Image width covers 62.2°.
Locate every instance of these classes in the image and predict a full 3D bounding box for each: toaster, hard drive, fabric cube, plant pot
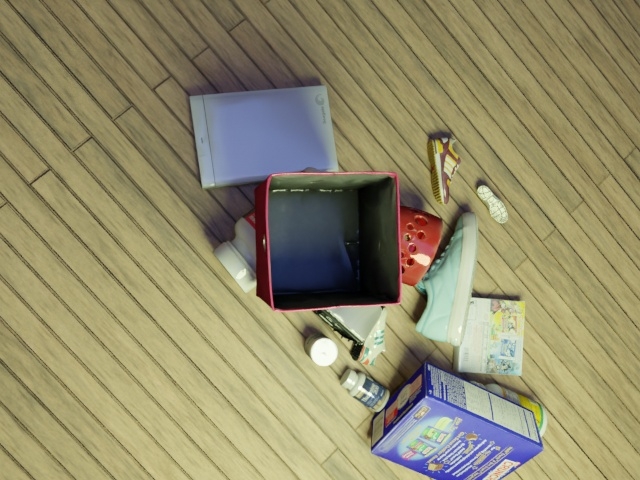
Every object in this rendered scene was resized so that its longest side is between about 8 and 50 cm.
[{"bbox_3d":[0.044,0.159,1.315,0.185,0.168,0.110,41,78,-7],"label":"toaster"},{"bbox_3d":[-0.142,-0.267,1.363,0.352,0.047,0.233,-8,89,-12],"label":"hard drive"},{"bbox_3d":[0.000,0.000,1.091,0.258,0.258,0.255,-2,91,-14],"label":"fabric cube"},{"bbox_3d":[0.192,0.001,1.344,0.173,0.191,0.191,21,83,-3],"label":"plant pot"}]

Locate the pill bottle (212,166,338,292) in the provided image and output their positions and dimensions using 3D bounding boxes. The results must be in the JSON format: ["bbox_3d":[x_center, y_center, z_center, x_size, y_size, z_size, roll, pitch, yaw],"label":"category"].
[{"bbox_3d":[-0.096,-0.020,1.291,0.318,0.176,0.176,-39,94,-11],"label":"pill bottle"}]

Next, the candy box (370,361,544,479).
[{"bbox_3d":[0.324,0.471,1.302,0.317,0.122,0.268,26,125,-7],"label":"candy box"}]

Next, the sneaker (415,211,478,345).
[{"bbox_3d":[0.328,0.084,1.397,0.149,0.135,0.366,8,68,19],"label":"sneaker"}]

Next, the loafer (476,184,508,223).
[{"bbox_3d":[0.482,-0.106,1.481,0.045,0.039,0.125,-34,98,23],"label":"loafer"}]

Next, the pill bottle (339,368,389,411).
[{"bbox_3d":[0.112,0.382,1.364,0.120,0.067,0.067,34,81,-7],"label":"pill bottle"}]

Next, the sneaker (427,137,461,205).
[{"bbox_3d":[0.347,-0.189,1.443,0.083,0.069,0.186,-7,89,-6],"label":"sneaker"}]

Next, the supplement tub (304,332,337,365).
[{"bbox_3d":[0.000,0.271,1.327,0.070,0.107,0.071,1,86,-11],"label":"supplement tub"}]

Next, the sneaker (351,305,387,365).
[{"bbox_3d":[0.145,0.252,1.391,0.075,0.057,0.161,31,80,-25],"label":"sneaker"}]

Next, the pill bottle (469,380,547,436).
[{"bbox_3d":[0.480,0.451,1.407,0.208,0.117,0.118,25,82,-9],"label":"pill bottle"}]

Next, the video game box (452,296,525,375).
[{"bbox_3d":[0.461,0.259,1.451,0.186,0.048,0.206,6,85,-8],"label":"video game box"}]
